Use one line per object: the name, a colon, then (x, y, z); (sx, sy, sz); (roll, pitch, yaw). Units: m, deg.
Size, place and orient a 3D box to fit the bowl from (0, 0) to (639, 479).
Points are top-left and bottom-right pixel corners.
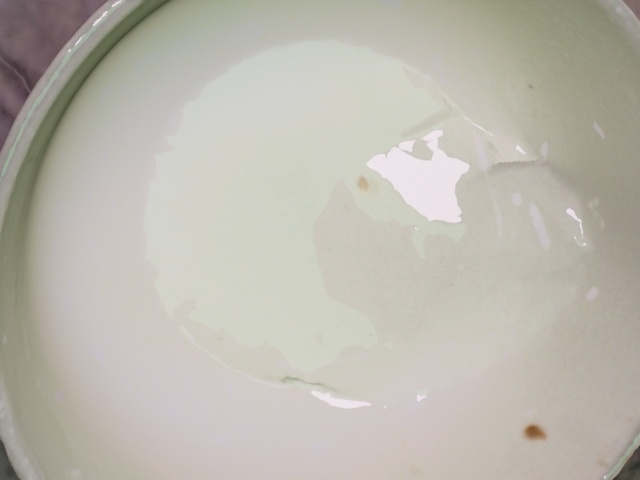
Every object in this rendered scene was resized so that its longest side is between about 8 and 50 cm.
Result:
bowl: (0.000, 0.000, 0.486); (0.277, 0.145, 0.277); (-5, 108, -14)
